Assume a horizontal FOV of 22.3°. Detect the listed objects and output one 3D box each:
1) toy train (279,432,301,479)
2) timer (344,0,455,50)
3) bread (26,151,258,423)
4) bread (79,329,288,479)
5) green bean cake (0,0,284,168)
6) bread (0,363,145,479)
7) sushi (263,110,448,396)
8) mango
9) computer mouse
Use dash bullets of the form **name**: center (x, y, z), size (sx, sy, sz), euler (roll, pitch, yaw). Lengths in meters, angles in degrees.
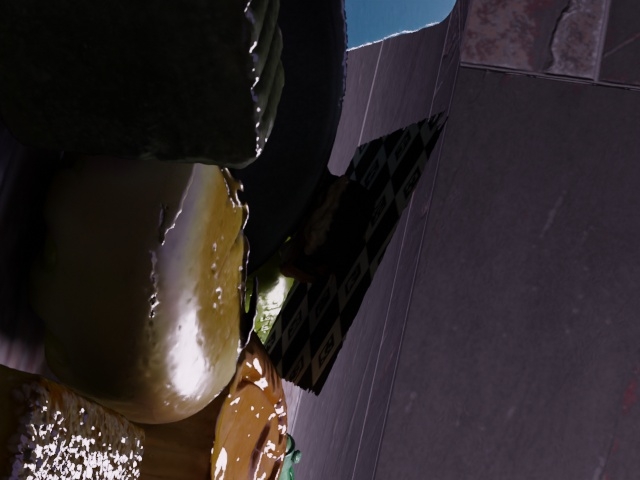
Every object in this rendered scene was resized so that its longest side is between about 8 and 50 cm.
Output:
- **toy train**: center (-0.072, 0.279, 1.878), size (0.071, 0.105, 0.178), euler (-64, 160, -47)
- **timer**: center (0.023, -0.312, 1.555), size (0.091, 0.232, 0.250), euler (47, -32, 44)
- **bread**: center (-0.142, 0.025, 1.158), size (0.156, 0.158, 0.260), euler (-42, 141, -59)
- **bread**: center (-0.117, 0.162, 1.398), size (0.274, 0.149, 0.274), euler (13, 90, -75)
- **green bean cake**: center (-0.117, -0.141, 1.012), size (0.185, 0.183, 0.094), euler (86, 15, -51)
- **bread**: center (-0.205, 0.173, 1.022), size (0.234, 0.111, 0.184), euler (58, 44, -72)
- **sushi**: center (0.000, 0.000, 1.457), size (0.264, 0.050, 0.290), euler (-65, -168, -7)
- **mango**: center (-0.084, 0.050, 1.635), size (0.119, 0.100, 0.178), euler (-14, 128, -39)
- **computer mouse**: center (-0.047, -0.144, 1.440), size (0.203, 0.114, 0.374), euler (-136, -127, -63)
